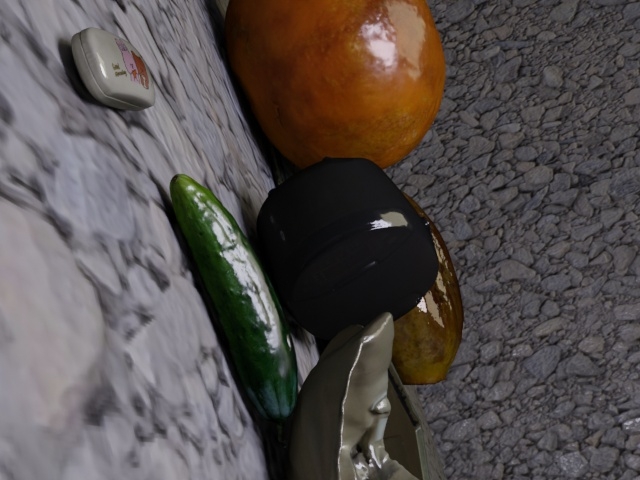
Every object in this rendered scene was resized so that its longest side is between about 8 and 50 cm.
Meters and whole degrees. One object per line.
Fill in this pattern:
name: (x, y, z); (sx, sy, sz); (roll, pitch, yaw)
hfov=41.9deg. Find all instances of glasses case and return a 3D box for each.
glasses case: (-0.098, -0.081, 0.404); (0.083, 0.021, 0.032); (-37, 109, -84)

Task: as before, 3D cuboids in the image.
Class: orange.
orange: (0.020, -0.211, 0.944); (0.284, 0.226, 0.283); (-22, 90, -83)

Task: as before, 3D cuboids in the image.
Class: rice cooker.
rice cooker: (0.024, 0.009, 0.714); (0.118, 0.142, 0.203); (61, 2, 25)

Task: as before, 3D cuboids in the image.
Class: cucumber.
cucumber: (-0.043, 0.038, 0.472); (0.039, 0.039, 0.167); (-84, 153, -78)

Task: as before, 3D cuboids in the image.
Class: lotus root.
lotus root: (0.110, 0.081, 1.262); (0.193, 0.193, 0.290); (38, 30, -80)

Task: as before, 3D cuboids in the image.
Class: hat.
hat: (0.006, 0.143, 0.547); (0.173, 0.144, 0.166); (-20, -91, 51)

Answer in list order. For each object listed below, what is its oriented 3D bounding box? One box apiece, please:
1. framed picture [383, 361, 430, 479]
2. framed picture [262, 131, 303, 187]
framed picture: (0.080, 0.229, 0.902); (0.335, 0.022, 0.247); (62, 17, -47)
framed picture: (0.000, 0.000, 1.041); (0.265, 0.016, 0.347); (54, 17, -54)
